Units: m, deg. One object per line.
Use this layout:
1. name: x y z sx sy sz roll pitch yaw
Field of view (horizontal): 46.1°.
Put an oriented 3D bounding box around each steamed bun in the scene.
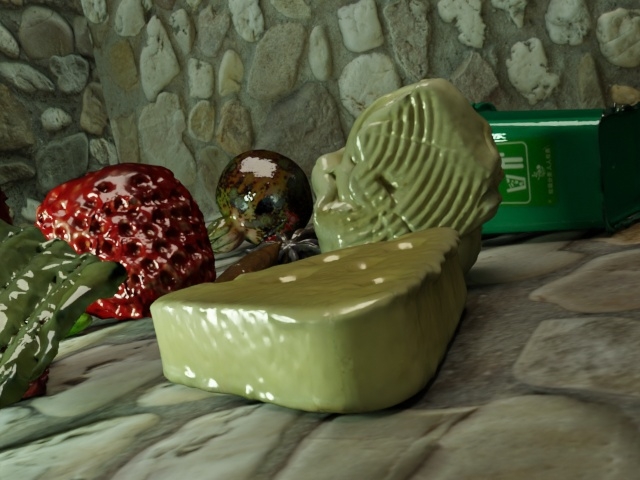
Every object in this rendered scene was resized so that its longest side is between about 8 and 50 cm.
1. steamed bun: 0.129 -0.072 1.097 0.275 0.289 0.203 -13 3 14

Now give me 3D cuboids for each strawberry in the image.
1. strawberry: -0.325 0.013 1.345 0.317 0.295 0.345 18 5 -41

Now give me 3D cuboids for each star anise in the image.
1. star anise: -0.058 0.022 1.540 0.204 0.061 0.181 -10 28 13

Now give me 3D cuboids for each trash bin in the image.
1. trash bin: 0.383 -0.128 1.366 0.381 0.259 0.295 4 16 44

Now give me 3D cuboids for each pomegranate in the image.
1. pomegranate: -0.191 -0.085 2.044 0.340 0.285 0.285 -45 22 -25

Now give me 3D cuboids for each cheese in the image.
1. cheese: 0.031 0.072 0.852 0.383 0.104 0.384 -13 7 2

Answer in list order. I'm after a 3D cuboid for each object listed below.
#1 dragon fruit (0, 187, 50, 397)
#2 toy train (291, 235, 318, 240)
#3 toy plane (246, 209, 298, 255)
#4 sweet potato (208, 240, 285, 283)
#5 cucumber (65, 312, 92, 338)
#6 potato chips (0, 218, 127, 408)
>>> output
1. dragon fruit: -0.437 0.079 0.985 0.240 0.330 0.302 12 10 12
2. toy train: 0.000 0.000 1.736 0.137 0.050 0.087 -12 3 -3
3. toy plane: -0.101 -0.002 1.727 0.145 0.060 0.037 -50 3 3
4. sweet potato: -0.124 0.059 1.346 0.072 0.066 0.314 24 25 14
5. cucumber: -0.521 0.162 1.301 0.250 0.056 0.056 -10 7 0
6. potato chips: -0.419 0.082 0.767 0.373 0.097 0.389 24 46 20
